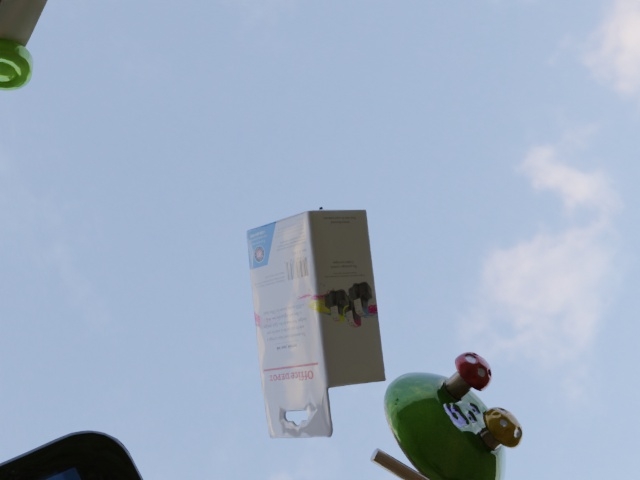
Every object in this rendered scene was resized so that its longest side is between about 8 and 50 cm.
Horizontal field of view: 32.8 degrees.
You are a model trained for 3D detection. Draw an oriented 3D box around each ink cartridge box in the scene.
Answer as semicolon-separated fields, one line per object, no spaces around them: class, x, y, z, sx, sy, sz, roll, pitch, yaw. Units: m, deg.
ink cartridge box;-0.004;0.071;0.913;0.061;0.104;0.181;-1;-98;-34

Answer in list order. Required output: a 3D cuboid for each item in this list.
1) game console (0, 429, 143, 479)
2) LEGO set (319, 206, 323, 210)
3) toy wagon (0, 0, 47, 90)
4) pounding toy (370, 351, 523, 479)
game console;-0.159;0.220;0.451;0.293;0.250;0.173;-22;-83;-26
LEGO set;-0.002;0.001;1.309;0.023;0.054;0.083;37;-108;-41
toy wagon;-0.322;-0.257;1.112;0.068;0.267;0.344;24;-44;-31
pounding toy;0.171;0.217;1.265;0.183;0.237;0.110;41;-66;-5
